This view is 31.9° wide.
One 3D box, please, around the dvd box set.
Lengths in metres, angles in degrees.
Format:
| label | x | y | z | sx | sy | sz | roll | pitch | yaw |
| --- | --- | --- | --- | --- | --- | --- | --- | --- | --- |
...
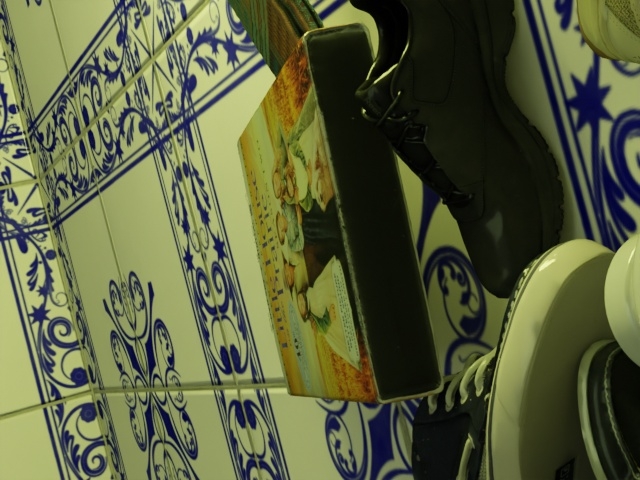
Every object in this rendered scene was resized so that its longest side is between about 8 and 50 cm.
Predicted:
| label | x | y | z | sx | sy | sz | roll | pitch | yaw |
| --- | --- | --- | --- | --- | --- | --- | --- | --- | --- |
| dvd box set | 0.000 | 0.000 | 1.082 | 0.420 | 0.062 | 0.307 | 152 | 107 | -77 |

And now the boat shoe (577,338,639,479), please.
| label | x | y | z | sx | sy | sz | roll | pitch | yaw |
| --- | --- | --- | --- | --- | --- | --- | --- | --- | --- |
| boat shoe | 0.245 | 0.173 | 0.757 | 0.079 | 0.084 | 0.233 | -27 | 81 | 56 |

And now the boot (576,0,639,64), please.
| label | x | y | z | sx | sy | sz | roll | pitch | yaw |
| --- | --- | --- | --- | --- | --- | --- | --- | --- | --- |
| boot | 0.222 | -0.203 | 0.579 | 0.203 | 0.095 | 0.262 | 36 | 136 | 55 |

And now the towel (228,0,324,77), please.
| label | x | y | z | sx | sy | sz | roll | pitch | yaw |
| --- | --- | --- | --- | --- | --- | --- | --- | --- | --- |
| towel | -0.104 | -0.315 | 1.094 | 0.370 | 0.040 | 0.271 | 58 | 176 | 2 |

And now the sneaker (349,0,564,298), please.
| label | x | y | z | sx | sy | sz | roll | pitch | yaw |
| --- | --- | --- | --- | --- | --- | --- | --- | --- | --- |
| sneaker | 0.095 | -0.089 | 0.869 | 0.109 | 0.130 | 0.286 | -20 | 86 | 63 |

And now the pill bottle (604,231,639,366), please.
| label | x | y | z | sx | sy | sz | roll | pitch | yaw |
| --- | --- | --- | --- | --- | --- | --- | --- | --- | --- |
| pill bottle | 0.259 | 0.015 | 0.557 | 0.264 | 0.146 | 0.146 | -23 | 82 | 66 |

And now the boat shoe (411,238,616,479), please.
| label | x | y | z | sx | sy | sz | roll | pitch | yaw |
| --- | --- | --- | --- | --- | --- | --- | --- | --- | --- |
| boat shoe | 0.140 | 0.126 | 0.883 | 0.158 | 0.127 | 0.340 | 36 | 136 | 44 |
